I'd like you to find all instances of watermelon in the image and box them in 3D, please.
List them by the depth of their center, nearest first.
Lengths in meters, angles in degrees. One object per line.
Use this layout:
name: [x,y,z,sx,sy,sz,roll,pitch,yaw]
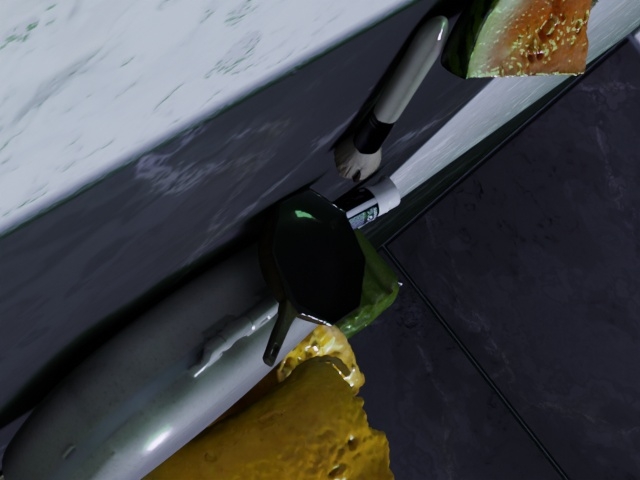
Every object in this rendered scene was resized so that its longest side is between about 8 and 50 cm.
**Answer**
watermelon: [0.149,-0.149,0.808,0.125,0.094,0.135,-55,177,4]

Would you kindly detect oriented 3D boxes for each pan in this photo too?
pan: [-0.034,0.031,1.074,0.048,0.128,0.202,-23,-177,37]

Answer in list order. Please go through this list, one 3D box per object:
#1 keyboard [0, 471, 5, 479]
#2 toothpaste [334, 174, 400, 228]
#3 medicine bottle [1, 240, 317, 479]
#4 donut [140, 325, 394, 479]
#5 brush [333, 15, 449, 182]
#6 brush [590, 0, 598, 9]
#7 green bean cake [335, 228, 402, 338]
keyboard: [-0.467,0.349,1.557,0.129,0.015,0.049,-38,-179,1]
toothpaste: [0.016,-0.024,1.457,0.193,0.045,0.071,-30,165,-23]
medicine bottle: [-0.142,0.132,1.166,0.282,0.123,0.375,-47,174,38]
donut: [-0.107,0.248,1.425,0.377,0.163,0.435,-28,-164,-4]
brush: [0.054,-0.103,0.892,0.042,0.039,0.299,-36,175,-16]
brush: [0.283,-0.259,1.330,0.043,0.014,0.170,-43,174,34]
green bean cake: [-0.025,0.117,1.856,0.247,0.156,0.250,-33,174,-43]
